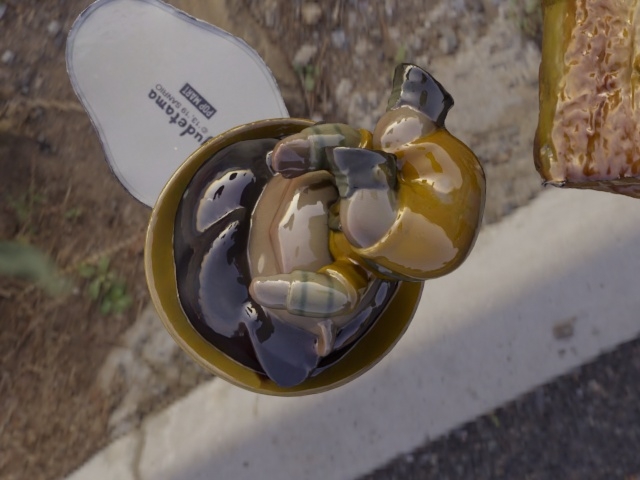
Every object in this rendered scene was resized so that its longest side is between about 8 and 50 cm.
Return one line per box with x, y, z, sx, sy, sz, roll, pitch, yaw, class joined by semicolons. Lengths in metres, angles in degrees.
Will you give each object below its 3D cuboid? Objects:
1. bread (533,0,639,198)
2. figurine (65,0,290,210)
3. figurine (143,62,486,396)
0.264;-0.204;1.239;0.195;0.149;0.344;-1;92;43;bread
-0.120;-0.116;1.395;0.166;0.141;0.250;-36;94;2;figurine
0.004;0.002;0.989;0.167;0.192;0.257;30;156;-27;figurine
